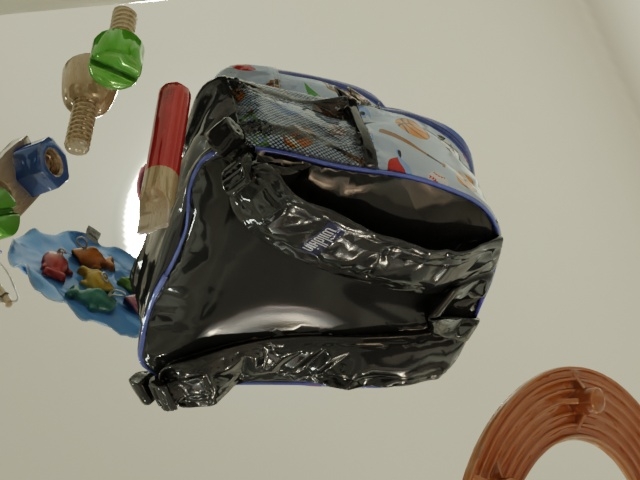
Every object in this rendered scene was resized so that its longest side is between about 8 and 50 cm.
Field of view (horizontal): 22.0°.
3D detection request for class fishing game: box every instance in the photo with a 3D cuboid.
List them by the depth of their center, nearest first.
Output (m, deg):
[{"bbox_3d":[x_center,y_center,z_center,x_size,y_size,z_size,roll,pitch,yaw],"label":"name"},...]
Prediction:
[{"bbox_3d":[-0.189,0.030,1.478,0.264,0.041,0.189,13,-159,-32],"label":"fishing game"}]

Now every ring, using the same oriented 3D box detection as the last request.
[{"bbox_3d":[0.215,0.268,1.309,0.336,0.032,0.337,11,-105,-46],"label":"ring"}]

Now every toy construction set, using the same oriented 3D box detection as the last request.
[{"bbox_3d":[-0.247,-0.033,1.058,0.308,0.257,0.237,0,-135,2],"label":"toy construction set"}]

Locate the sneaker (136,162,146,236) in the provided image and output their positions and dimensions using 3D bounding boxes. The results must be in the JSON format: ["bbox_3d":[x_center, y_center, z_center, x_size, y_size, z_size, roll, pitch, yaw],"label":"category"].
[{"bbox_3d":[-0.131,-0.049,1.577,0.131,0.319,0.112,-6,-107,-28],"label":"sneaker"}]

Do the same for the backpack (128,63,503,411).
[{"bbox_3d":[0.000,0.000,1.289,0.263,0.277,0.213,13,-140,-14],"label":"backpack"}]

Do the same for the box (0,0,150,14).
[{"bbox_3d":[-0.175,-0.268,1.304,0.121,0.311,0.148,11,-102,-62],"label":"box"}]
